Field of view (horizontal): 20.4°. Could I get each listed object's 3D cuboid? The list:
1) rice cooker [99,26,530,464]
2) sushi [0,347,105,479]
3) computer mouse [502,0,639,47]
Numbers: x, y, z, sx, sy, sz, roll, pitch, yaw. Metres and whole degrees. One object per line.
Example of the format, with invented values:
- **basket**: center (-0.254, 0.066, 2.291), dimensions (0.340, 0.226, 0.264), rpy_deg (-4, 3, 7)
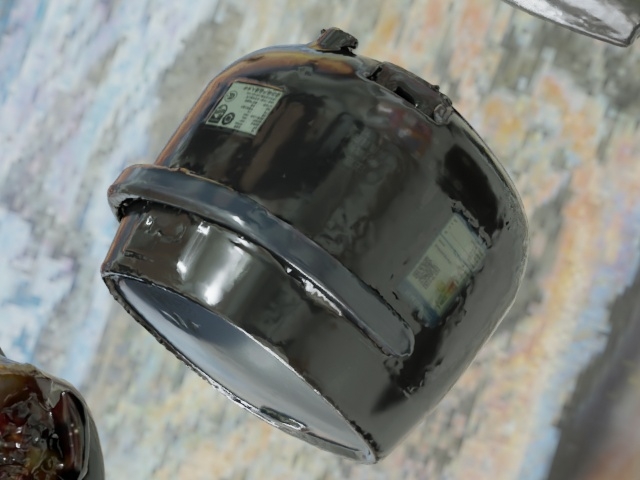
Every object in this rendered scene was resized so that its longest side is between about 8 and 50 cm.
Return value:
- **rice cooker**: center (0.000, 0.000, 1.193), dimensions (0.224, 0.267, 0.267), rpy_deg (-54, 8, -15)
- **sushi**: center (-0.251, 0.193, 1.265), dimensions (0.227, 0.212, 0.215), rpy_deg (-97, 10, -48)
- **computer mouse**: center (0.206, -0.295, 1.647), dimensions (0.100, 0.269, 0.170), rpy_deg (-38, -31, -48)
